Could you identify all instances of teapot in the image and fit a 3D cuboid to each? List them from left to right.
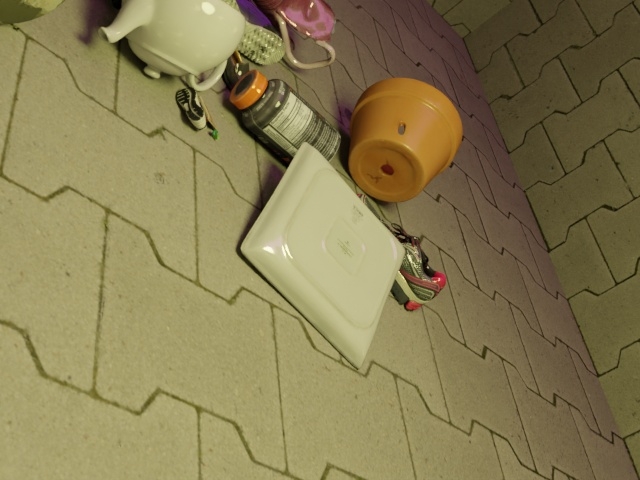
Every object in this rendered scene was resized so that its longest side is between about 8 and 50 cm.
[{"bbox_3d":[-0.276,-0.393,1.612,0.256,0.187,0.252,26,7,-18],"label":"teapot"}]

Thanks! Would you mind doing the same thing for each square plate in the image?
[{"bbox_3d":[0.032,0.017,1.680,0.347,0.049,0.344,47,44,-21],"label":"square plate"}]

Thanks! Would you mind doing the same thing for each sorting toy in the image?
[{"bbox_3d":[-0.222,-0.241,1.683,0.062,0.012,0.083,66,-1,-70],"label":"sorting toy"}]

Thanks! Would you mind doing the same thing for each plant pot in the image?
[{"bbox_3d":[0.195,-0.233,2.134,0.291,0.291,0.203,45,43,-20],"label":"plant pot"}]

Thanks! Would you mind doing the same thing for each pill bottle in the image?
[{"bbox_3d":[-0.081,-0.260,1.832,0.245,0.130,0.130,39,30,-30],"label":"pill bottle"}]

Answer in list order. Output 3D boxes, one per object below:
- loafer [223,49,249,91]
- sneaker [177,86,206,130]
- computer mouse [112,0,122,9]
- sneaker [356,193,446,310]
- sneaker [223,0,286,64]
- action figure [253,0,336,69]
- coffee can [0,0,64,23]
[{"bbox_3d":[-0.183,-0.374,1.871,0.170,0.061,0.062,54,25,-3],"label":"loafer"},{"bbox_3d":[-0.251,-0.256,1.656,0.044,0.040,0.109,75,-7,-54],"label":"sneaker"},{"bbox_3d":[-0.374,-0.595,1.600,0.072,0.272,0.188,-6,58,-13],"label":"computer mouse"},{"bbox_3d":[0.173,0.012,1.964,0.299,0.112,0.121,53,26,-3],"label":"sneaker"},{"bbox_3d":[-0.212,-0.534,1.988,0.293,0.102,0.146,34,26,-43],"label":"sneaker"},{"bbox_3d":[-0.134,-0.608,2.090,0.370,0.248,0.276,32,53,-56],"label":"action figure"},{"bbox_3d":[-0.510,-0.507,1.310,0.201,0.201,0.275,12,49,-55],"label":"coffee can"}]
